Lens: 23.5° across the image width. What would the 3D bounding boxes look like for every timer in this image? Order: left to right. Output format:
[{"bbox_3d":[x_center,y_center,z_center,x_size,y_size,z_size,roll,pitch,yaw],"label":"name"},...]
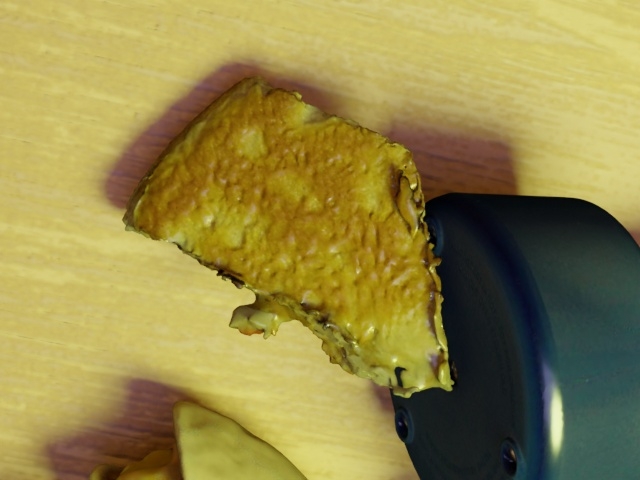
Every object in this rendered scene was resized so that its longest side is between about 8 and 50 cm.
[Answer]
[{"bbox_3d":[0.270,0.076,1.231,0.384,0.270,0.270,-8,109,-20],"label":"timer"}]

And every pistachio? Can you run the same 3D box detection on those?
[{"bbox_3d":[-0.065,0.281,1.258,0.187,0.187,0.299,-37,105,4],"label":"pistachio"}]

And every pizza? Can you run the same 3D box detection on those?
[{"bbox_3d":[0.000,0.000,1.178,0.297,0.071,0.189,33,88,20],"label":"pizza"}]
